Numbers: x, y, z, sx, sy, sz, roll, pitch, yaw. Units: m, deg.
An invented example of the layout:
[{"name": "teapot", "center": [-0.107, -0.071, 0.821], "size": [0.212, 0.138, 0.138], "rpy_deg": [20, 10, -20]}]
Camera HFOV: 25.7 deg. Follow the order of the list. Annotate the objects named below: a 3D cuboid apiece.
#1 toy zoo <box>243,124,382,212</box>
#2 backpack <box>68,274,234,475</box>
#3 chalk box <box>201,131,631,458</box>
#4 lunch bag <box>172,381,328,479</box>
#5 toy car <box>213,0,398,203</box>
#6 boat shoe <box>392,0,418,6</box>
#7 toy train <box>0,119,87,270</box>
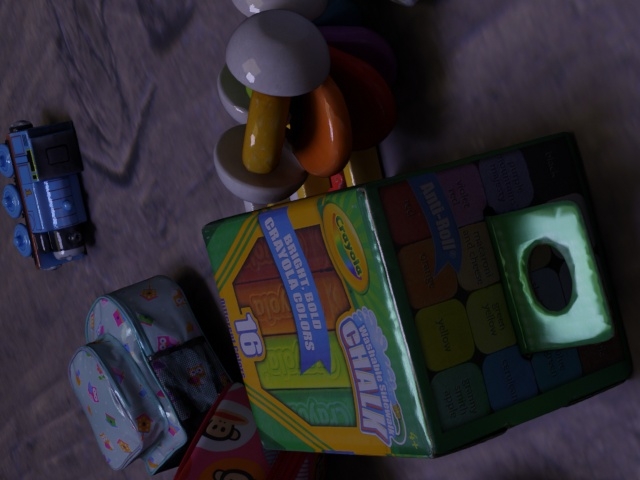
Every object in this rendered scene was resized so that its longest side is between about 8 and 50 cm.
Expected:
[{"name": "toy zoo", "center": [0.000, 0.000, 1.206], "size": [0.192, 0.030, 0.293], "rpy_deg": [-4, 100, 59]}, {"name": "backpack", "center": [-0.178, 0.137, 1.449], "size": [0.188, 0.144, 0.166], "rpy_deg": [69, 154, 16]}, {"name": "chalk box", "center": [0.077, 0.038, 0.956], "size": [0.289, 0.179, 0.180], "rpy_deg": [-13, 92, 59]}, {"name": "lunch bag", "center": [-0.092, 0.302, 1.264], "size": [0.120, 0.258, 0.293], "rpy_deg": [18, 130, 11]}, {"name": "toy car", "center": [-0.008, -0.123, 1.061], "size": [0.159, 0.136, 0.182], "rpy_deg": [102, 171, -48]}, {"name": "boat shoe", "center": [-0.029, -0.309, 1.026], "size": [0.335, 0.119, 0.121], "rpy_deg": [43, -179, 12]}, {"name": "toy train", "center": [-0.326, -0.054, 1.665], "size": [0.105, 0.080, 0.184], "rpy_deg": [-2, 101, 52]}]
